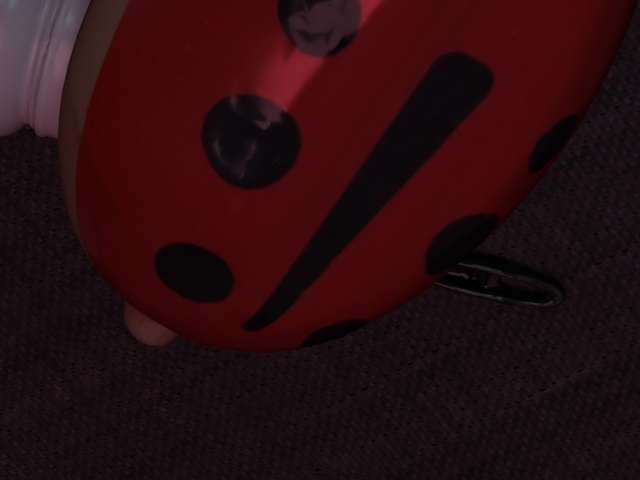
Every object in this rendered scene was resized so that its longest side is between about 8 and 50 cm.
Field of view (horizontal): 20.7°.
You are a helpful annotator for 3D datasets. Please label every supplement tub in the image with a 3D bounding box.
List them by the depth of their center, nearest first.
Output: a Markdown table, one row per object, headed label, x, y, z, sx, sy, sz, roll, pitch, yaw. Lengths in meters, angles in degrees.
| label | x | y | z | sx | sy | sz | roll | pitch | yaw |
| --- | --- | --- | --- | --- | --- | --- | --- | --- | --- |
| supplement tub | -0.234 | -0.148 | 1.080 | 0.200 | 0.144 | 0.144 | 17 | 121 | -1 |

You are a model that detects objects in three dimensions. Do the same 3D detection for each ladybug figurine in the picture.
| label | x | y | z | sx | sy | sz | roll | pitch | yaw |
| --- | --- | --- | --- | --- | --- | --- | --- | --- | --- |
| ladybug figurine | 0.026 | -0.096 | 1.011 | 0.305 | 0.162 | 0.449 | 22 | 115 | -31 |

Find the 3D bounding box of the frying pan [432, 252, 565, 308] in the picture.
| label | x | y | z | sx | sy | sz | roll | pitch | yaw |
| --- | --- | --- | --- | --- | --- | --- | --- | --- | --- |
| frying pan | -0.019 | 0.018 | 1.204 | 0.326 | 0.053 | 0.197 | 36 | 119 | -9 |
